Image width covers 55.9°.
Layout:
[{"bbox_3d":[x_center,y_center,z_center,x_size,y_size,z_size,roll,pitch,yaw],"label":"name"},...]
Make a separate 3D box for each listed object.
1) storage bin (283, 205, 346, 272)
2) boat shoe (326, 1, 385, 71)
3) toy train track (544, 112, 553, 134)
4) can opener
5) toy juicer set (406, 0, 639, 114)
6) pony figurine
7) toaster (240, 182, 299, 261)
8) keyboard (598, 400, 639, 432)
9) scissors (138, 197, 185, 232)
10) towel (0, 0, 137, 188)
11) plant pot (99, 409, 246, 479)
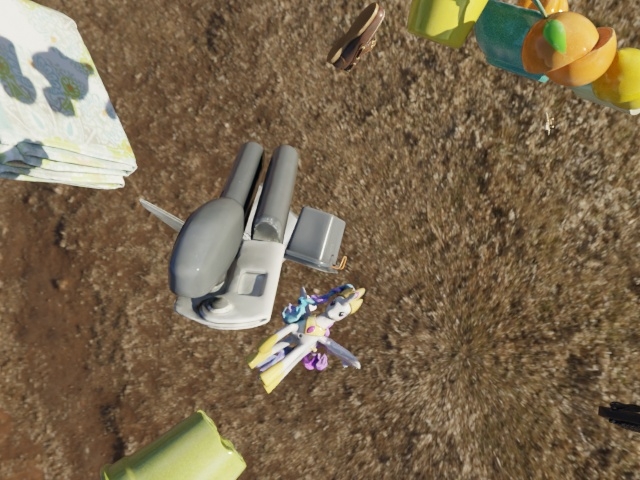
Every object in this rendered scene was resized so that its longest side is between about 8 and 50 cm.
[{"bbox_3d":[0.000,0.000,0.993,0.098,0.135,0.091,18,91,14],"label":"storage bin"},{"bbox_3d":[0.097,-0.487,1.458,0.073,0.207,0.073,24,59,-22],"label":"boat shoe"},{"bbox_3d":[0.492,-0.249,1.294,0.014,0.083,0.048,-4,106,28],"label":"toy train track"},{"bbox_3d":[-0.063,-0.024,0.540,0.074,0.280,0.093,7,121,1],"label":"can opener"},{"bbox_3d":[0.243,-0.196,0.593,0.209,0.329,0.089,31,112,31],"label":"toy juicer set"},{"bbox_3d":[-0.033,0.278,1.715,0.363,0.351,0.303,-36,76,-14],"label":"pony figurine"},{"bbox_3d":[-0.136,-0.020,1.488,0.227,0.129,0.146,44,64,-7],"label":"toaster"},{"bbox_3d":[0.747,0.409,1.327,0.201,0.317,0.033,32,73,-15],"label":"keyboard"},{"bbox_3d":[-0.191,0.001,1.061,0.109,0.297,0.021,-33,39,-1],"label":"scissors"},{"bbox_3d":[-0.489,-0.263,1.010,0.090,0.320,0.374,-28,81,17],"label":"towel"},{"bbox_3d":[-0.325,0.551,1.421,0.254,0.276,0.276,-40,73,-15],"label":"plant pot"}]
